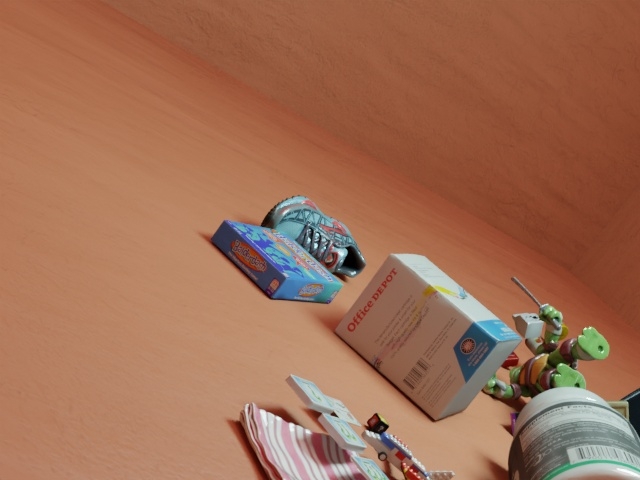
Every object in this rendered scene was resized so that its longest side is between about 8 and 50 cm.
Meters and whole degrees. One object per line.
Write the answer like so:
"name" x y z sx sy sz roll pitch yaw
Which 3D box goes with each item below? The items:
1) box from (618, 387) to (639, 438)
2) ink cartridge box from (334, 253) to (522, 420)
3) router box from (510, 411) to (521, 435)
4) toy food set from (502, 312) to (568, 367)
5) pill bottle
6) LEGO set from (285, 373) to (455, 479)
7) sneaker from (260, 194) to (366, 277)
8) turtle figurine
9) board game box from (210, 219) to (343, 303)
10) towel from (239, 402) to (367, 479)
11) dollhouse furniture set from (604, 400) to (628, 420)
"box" 0.739 0.390 2.070 0.293 0.212 0.395 60 15 15
"ink cartridge box" 0.182 0.156 1.794 0.233 0.171 0.168 41 14 20
"router box" 0.440 0.329 1.953 0.179 0.133 0.046 14 68 -59
"toy food set" 0.411 0.200 2.328 0.232 0.111 0.104 -5 30 -20
"pill bottle" 0.376 0.349 1.532 0.204 0.204 0.361 36 13 -2
"LEGO set" 0.071 0.248 1.384 0.182 0.060 0.244 47 5 28
"sneaker" 0.000 0.000 2.041 0.262 0.104 0.125 21 21 -47
"turtle figurine" 0.398 0.212 2.040 0.266 0.198 0.274 -21 -94 66
"board game box" -0.071 0.039 1.840 0.160 0.047 0.210 41 13 24
"towel" 0.001 0.267 1.256 0.197 0.029 0.144 27 17 -36
"dollhouse furniture set" 0.577 0.370 1.876 0.161 0.181 0.101 -1 -2 10
